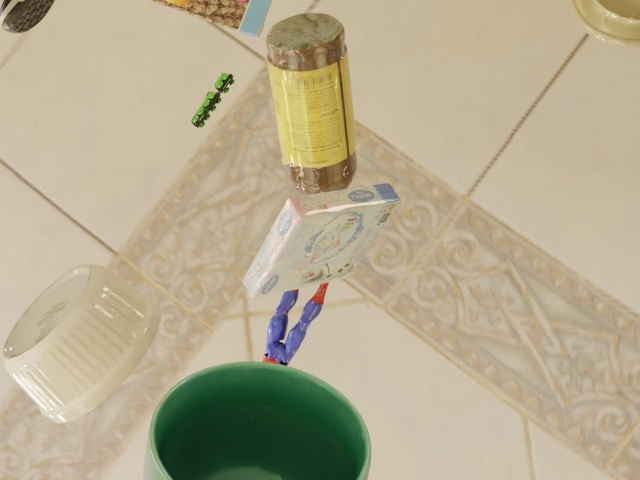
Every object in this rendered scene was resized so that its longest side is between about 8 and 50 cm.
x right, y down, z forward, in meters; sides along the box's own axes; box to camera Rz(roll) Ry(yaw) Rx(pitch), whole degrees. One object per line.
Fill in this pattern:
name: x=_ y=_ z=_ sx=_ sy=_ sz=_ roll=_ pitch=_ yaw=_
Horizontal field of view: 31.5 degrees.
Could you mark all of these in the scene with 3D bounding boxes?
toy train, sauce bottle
toy train: x=-0.137 y=-0.177 z=1.431 sx=0.083 sy=0.017 sz=0.024 roll=-56 pitch=34 yaw=-8
sauce bottle: x=-0.005 y=-0.142 z=1.585 sx=0.111 sy=0.344 sz=0.111 roll=-4 pitch=36 yaw=3

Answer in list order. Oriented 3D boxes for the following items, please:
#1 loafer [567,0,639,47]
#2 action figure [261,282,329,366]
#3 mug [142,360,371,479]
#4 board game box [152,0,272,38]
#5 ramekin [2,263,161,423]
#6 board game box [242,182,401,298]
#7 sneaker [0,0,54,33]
loafer: x=0.337 y=-0.336 z=1.287 sx=0.102 sy=0.092 sz=0.268 roll=6 pitch=59 yaw=-4
action figure: x=-0.074 y=0.164 z=1.709 sx=0.091 sy=0.139 sz=0.280 roll=25 pitch=107 yaw=20
mug: x=-0.044 y=0.157 z=0.659 sx=0.129 sy=0.158 sz=0.097 roll=17 pitch=125 yaw=10
board game box: x=-0.172 y=-0.388 z=1.242 sx=0.232 sy=0.291 sz=0.141 roll=-66 pitch=28 yaw=15
ramekin: x=-0.320 y=0.126 z=1.495 sx=0.207 sy=0.207 sz=0.109 roll=-43 pitch=114 yaw=0
board game box: x=0.000 y=0.000 z=0.799 sx=0.020 sy=0.090 sz=0.090 roll=57 pitch=137 yaw=26
sneaker: x=-0.388 y=-0.386 z=1.511 sx=0.097 sy=0.084 sz=0.234 roll=21 pitch=77 yaw=1
